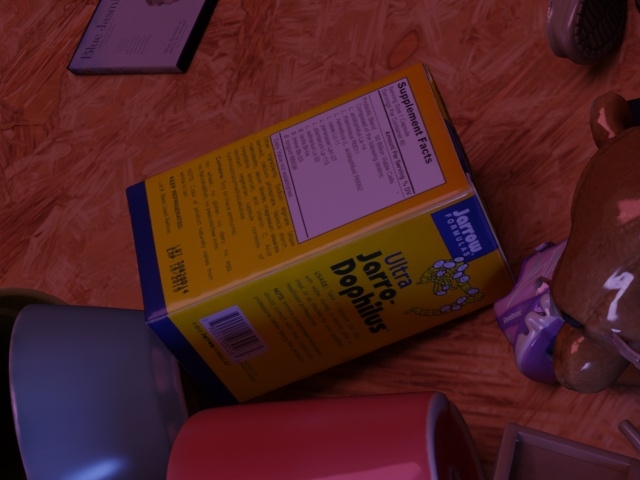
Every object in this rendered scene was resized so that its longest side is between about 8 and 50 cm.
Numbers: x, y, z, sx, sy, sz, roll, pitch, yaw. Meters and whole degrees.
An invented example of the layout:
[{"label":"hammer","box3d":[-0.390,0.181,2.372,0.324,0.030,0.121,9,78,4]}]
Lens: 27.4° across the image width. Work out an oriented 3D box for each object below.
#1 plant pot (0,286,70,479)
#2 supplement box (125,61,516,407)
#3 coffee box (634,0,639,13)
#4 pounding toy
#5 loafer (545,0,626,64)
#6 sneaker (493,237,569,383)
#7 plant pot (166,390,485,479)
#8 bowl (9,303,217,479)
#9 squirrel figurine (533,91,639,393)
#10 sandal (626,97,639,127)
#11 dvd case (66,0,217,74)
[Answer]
[{"label":"plant pot","box3d":[-0.434,0.213,1.628,0.254,0.276,0.276,-14,54,44]},{"label":"supplement box","box3d":[0.000,0.000,1.404,0.356,0.195,0.194,-22,50,9]},{"label":"coffee box","box3d":[0.459,-0.261,1.337,0.246,0.098,0.141,29,82,45]},{"label":"pounding toy","box3d":[0.249,0.244,1.163,0.206,0.094,0.181,16,32,7]},{"label":"loafer","box3d":[0.295,-0.304,1.500,0.092,0.102,0.269,-7,49,36]},{"label":"sneaker","box3d":[0.260,0.026,1.314,0.236,0.095,0.104,-48,37,3]},{"label":"plant pot","box3d":[0.022,0.262,1.236,0.243,0.275,0.275,-17,53,17]},{"label":"bowl","box3d":[-0.206,0.200,1.445,0.163,0.312,0.312,-15,51,4]},{"label":"squirrel figurine","box3d":[0.352,-0.003,1.055,0.397,0.370,0.281,-42,45,6]},{"label":"sandal","box3d":[0.375,-0.129,1.366,0.179,0.040,0.067,-7,52,51]},{"label":"dvd case","box3d":[-0.266,-0.334,2.001,0.253,0.022,0.180,5,66,40]}]
